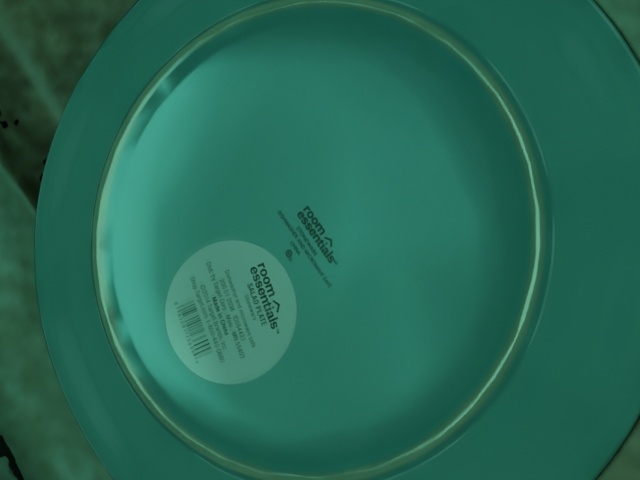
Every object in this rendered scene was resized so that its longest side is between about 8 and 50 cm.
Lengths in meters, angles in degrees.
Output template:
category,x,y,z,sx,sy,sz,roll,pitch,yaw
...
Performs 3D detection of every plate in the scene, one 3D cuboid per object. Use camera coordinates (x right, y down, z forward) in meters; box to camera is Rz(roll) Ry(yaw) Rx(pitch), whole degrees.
category,x,y,z,sx,sy,sz,roll,pitch,yaw
plate,0.000,0.000,0.430,0.188,0.024,0.188,-2,86,22
